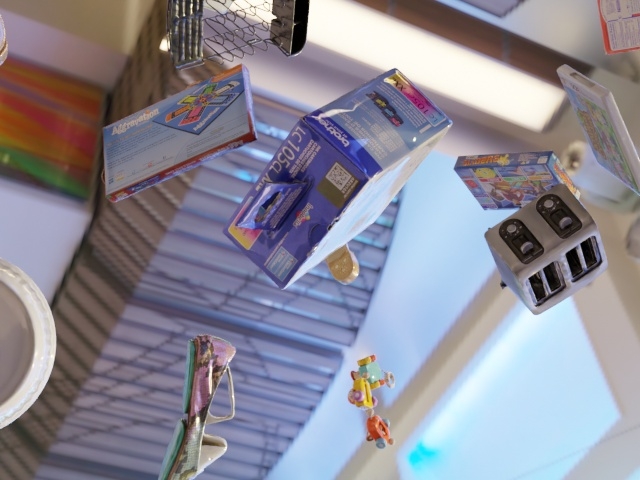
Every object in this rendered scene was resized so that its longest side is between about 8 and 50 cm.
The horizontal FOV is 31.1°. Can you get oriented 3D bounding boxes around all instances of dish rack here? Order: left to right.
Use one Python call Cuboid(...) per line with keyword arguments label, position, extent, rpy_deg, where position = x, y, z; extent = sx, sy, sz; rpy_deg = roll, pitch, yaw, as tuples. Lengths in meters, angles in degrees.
Cuboid(label="dish rack", position=(-0.139, -0.394, 1.947), extent=(0.074, 0.271, 0.208), rpy_deg=(34, -46, 36))

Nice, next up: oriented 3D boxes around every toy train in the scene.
Cuboid(label="toy train", position=(0.087, 0.282, 2.018), extent=(0.046, 0.125, 0.166), rpy_deg=(-22, -146, 24))

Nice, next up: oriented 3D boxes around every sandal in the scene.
Cuboid(label="sandal", position=(0.005, -0.005, 2.511), extent=(0.088, 0.079, 0.240), rpy_deg=(-44, -135, 11))

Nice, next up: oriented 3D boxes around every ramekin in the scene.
Cuboid(label="ramekin", position=(-0.507, 0.144, 1.613), extent=(0.127, 0.272, 0.273), rpy_deg=(158, -54, -75))

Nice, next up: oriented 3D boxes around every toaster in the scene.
Cuboid(label="toaster", position=(0.384, 0.022, 1.960), extent=(0.168, 0.186, 0.110), rpy_deg=(-32, -130, -1))

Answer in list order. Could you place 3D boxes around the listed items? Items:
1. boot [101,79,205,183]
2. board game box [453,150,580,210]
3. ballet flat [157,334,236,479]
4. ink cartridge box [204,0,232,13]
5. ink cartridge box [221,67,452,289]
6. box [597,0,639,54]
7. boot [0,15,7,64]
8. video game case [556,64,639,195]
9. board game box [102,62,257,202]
Cuboid(label="boot", position=(-0.368, -0.237, 2.597), extent=(0.283, 0.109, 0.220), rpy_deg=(-39, 177, 33))
Cuboid(label="board game box", position=(0.366, -0.109, 2.148), extent=(0.201, 0.136, 0.035), rpy_deg=(0, -125, 39))
Cuboid(label="ballet flat", position=(-0.153, 0.233, 1.490), extent=(0.077, 0.079, 0.222), rpy_deg=(-149, -108, -75))
Cuboid(label="ink cartridge box", position=(-0.239, -0.600, 2.089), extent=(0.307, 0.129, 0.223), rpy_deg=(47, -67, 25))
Cuboid(label="ink cartridge box", position=(0.018, -0.095, 1.841), extent=(0.270, 0.151, 0.395), rpy_deg=(-52, 172, 34))
Cuboid(label="box", position=(0.545, -0.476, 1.922), extent=(0.154, 0.142, 0.300), rpy_deg=(-6, -78, 35))
Cuboid(label="boot", position=(-0.617, -0.294, 1.923), extent=(0.115, 0.112, 0.305), rpy_deg=(108, 0, -46))
Cuboid(label="video game case", position=(0.497, -0.195, 2.023), extent=(0.023, 0.212, 0.193), rpy_deg=(-30, -155, 1))
Cuboid(label="board game box", position=(-0.235, -0.175, 1.883), extent=(0.281, 0.027, 0.145), rpy_deg=(-21, -122, 21))
